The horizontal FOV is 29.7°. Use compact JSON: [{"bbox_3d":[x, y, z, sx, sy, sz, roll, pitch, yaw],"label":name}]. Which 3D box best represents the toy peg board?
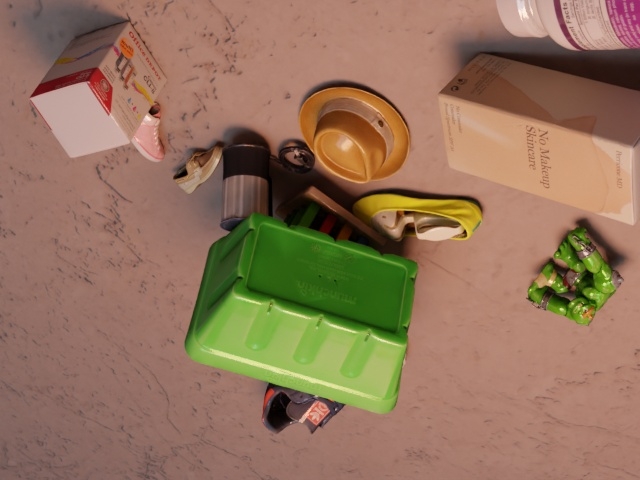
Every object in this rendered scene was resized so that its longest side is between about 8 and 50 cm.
[{"bbox_3d":[0.000,0.000,2.067,0.160,0.079,0.161,36,158,-13],"label":"toy peg board"}]

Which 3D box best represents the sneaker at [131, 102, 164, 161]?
[{"bbox_3d":[-0.289,-0.190,2.062,0.070,0.051,0.134,-24,135,16],"label":"sneaker"}]

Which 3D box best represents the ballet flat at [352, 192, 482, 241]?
[{"bbox_3d":[0.154,-0.033,2.009,0.230,0.077,0.077,2,134,21],"label":"ballet flat"}]

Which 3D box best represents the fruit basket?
[{"bbox_3d":[-0.035,0.136,2.039,0.391,0.283,0.392,7,144,5],"label":"fruit basket"}]

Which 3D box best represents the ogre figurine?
[{"bbox_3d":[0.424,0.069,1.990,0.118,0.097,0.197,37,122,11],"label":"ogre figurine"}]

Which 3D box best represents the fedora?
[{"bbox_3d":[0.047,-0.153,1.935,0.194,0.079,0.194,12,136,12],"label":"fedora"}]

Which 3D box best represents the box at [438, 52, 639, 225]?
[{"bbox_3d":[0.333,-0.149,1.713,0.311,0.121,0.148,20,140,36],"label":"box"}]

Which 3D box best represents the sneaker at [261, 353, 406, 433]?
[{"bbox_3d":[0.020,0.291,2.332,0.131,0.148,0.350,43,133,-20],"label":"sneaker"}]

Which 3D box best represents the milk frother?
[{"bbox_3d":[-0.089,-0.087,2.015,0.143,0.135,0.129,-13,159,39],"label":"milk frother"}]

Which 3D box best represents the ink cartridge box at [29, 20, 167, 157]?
[{"bbox_3d":[-0.355,-0.245,1.946,0.127,0.176,0.128,-12,128,28],"label":"ink cartridge box"}]

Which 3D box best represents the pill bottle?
[{"bbox_3d":[0.381,-0.328,1.534,0.301,0.169,0.169,6,137,41],"label":"pill bottle"}]

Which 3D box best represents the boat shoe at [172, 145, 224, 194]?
[{"bbox_3d":[-0.214,-0.127,2.092,0.045,0.050,0.135,32,136,-17],"label":"boat shoe"}]
